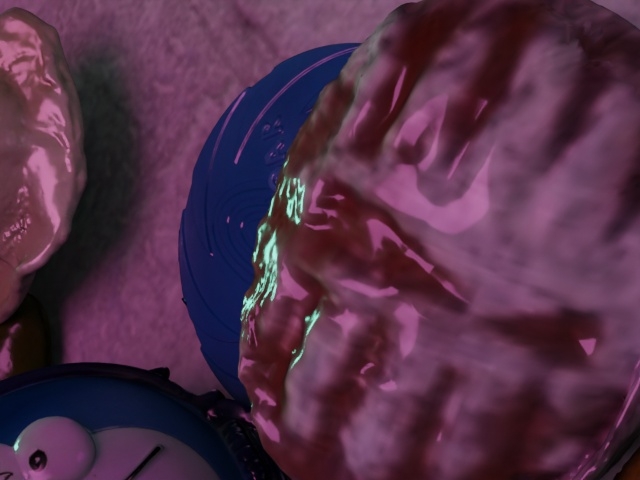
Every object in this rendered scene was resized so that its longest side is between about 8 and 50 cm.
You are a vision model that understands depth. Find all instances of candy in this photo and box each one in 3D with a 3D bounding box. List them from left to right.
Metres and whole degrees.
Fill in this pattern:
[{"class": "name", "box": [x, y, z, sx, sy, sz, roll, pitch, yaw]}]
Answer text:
[{"class": "candy", "box": [0.077, 0.013, 0.694, 0.214, 0.157, 0.290, 22, 94, 17]}]

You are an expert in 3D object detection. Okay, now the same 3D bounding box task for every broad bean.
[{"class": "broad bean", "box": [-0.223, 0.157, 0.983, 0.065, 0.046, 0.255, 4, 89, 30]}]

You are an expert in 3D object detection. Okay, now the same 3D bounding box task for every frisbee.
[{"class": "frisbee", "box": [0.000, 0.000, 0.837, 0.242, 0.045, 0.242, -3, 85, 36]}]

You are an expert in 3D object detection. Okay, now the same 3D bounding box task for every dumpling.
[{"class": "dumpling", "box": [-0.239, -0.030, 0.966, 0.252, 0.131, 0.179, -38, 73, 33]}]

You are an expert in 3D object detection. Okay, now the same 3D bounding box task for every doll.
[{"class": "doll", "box": [-0.122, 0.218, 0.794, 0.284, 0.240, 0.310, -32, 77, -14]}]

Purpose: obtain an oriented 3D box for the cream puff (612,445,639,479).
[{"class": "cream puff", "box": [0.201, 0.145, 0.648, 0.149, 0.084, 0.149, -8, 76, 35]}]
